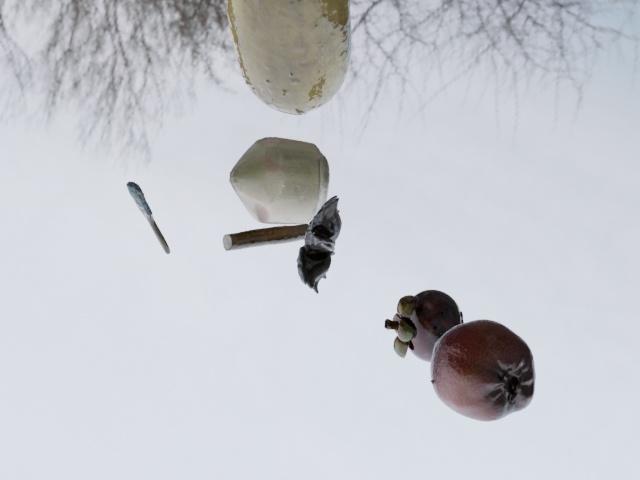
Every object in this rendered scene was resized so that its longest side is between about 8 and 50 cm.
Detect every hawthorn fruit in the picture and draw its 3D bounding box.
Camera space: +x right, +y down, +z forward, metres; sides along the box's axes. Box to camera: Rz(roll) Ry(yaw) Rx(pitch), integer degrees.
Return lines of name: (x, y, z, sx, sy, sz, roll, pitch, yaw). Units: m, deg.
hawthorn fruit: (0.260, 0.209, 1.402, 0.169, 0.169, 0.188, 8, -171, -29)

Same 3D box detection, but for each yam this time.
yam: (-0.122, -0.010, 2.068, 0.264, 0.046, 0.046, -9, -138, -40)

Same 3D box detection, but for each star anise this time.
star anise: (0.000, 0.000, 1.513, 0.061, 0.180, 0.204, 17, -118, 3)

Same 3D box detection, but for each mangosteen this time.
mangosteen: (0.255, 0.212, 2.088, 0.200, 0.199, 0.200, 19, -153, -10)

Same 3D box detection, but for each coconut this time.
coconut: (-0.101, -0.144, 2.002, 0.234, 0.224, 0.224, 5, -149, -14)

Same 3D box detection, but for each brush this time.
brush: (-0.384, -0.048, 1.922, 0.021, 0.196, 0.070, -36, -149, -19)

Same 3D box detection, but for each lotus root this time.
lotus root: (-0.044, -0.318, 1.162, 0.169, 0.342, 0.151, -5, -128, 2)
